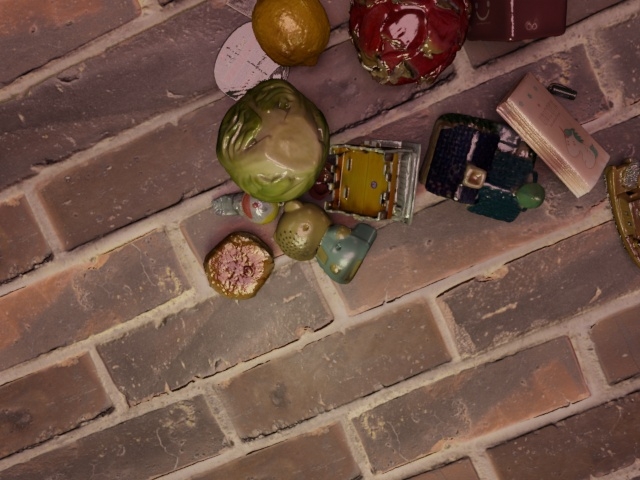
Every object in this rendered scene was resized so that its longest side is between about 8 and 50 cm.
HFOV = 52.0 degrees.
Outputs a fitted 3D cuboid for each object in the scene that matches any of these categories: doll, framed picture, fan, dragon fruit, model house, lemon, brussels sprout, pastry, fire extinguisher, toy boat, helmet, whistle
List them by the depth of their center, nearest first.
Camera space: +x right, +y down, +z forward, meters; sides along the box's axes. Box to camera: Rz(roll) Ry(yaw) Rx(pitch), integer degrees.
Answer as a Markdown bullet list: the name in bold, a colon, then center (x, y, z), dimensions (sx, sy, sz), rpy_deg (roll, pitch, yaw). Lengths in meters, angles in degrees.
- **dragon fruit**: center (0.218, -0.548, 1.624), dimensions (0.329, 0.329, 0.330), rpy_deg (1, 101, 3)
- **brussels sprout**: center (-0.111, -0.244, 1.669), dimensions (0.289, 0.354, 0.281), rpy_deg (-47, 111, -5)
- **lemon**: center (-0.076, -0.552, 1.692), dimensions (0.192, 0.192, 0.231), rpy_deg (-36, 99, 9)
- **model house**: center (0.427, -0.181, 1.697), dimensions (0.298, 0.284, 0.243), rpy_deg (15, 106, 0)
- **model house**: center (0.150, -0.154, 1.744), dimensions (0.198, 0.215, 0.224), rpy_deg (13, 104, 40)
- **fire extinguisher**: center (0.646, -0.404, 1.767), dimensions (0.083, 0.025, 0.038), rpy_deg (16, 68, 0)
- **framed picture**: center (-0.202, -0.644, 1.771), dimensions (0.089, 0.007, 0.066), rpy_deg (30, 97, -1)
- **toy boat**: center (0.854, -0.064, 1.772), dimensions (0.089, 0.121, 0.321), rpy_deg (-19, 99, 1)
- **fan**: center (-0.146, -0.485, 1.801), dimensions (0.294, 0.012, 0.223), rpy_deg (7, 99, 1)
- **doll**: center (0.000, 0.000, 1.802), dimensions (0.260, 0.161, 0.177), rpy_deg (30, 135, 4)
- **helmet**: center (0.020, -0.165, 1.829), dimensions (0.089, 0.057, 0.111), rpy_deg (40, 113, 31)
- **whistle**: center (-0.205, -0.101, 1.829), dimensions (0.223, 0.123, 0.123), rpy_deg (-2, 101, 18)
- **pastry**: center (-0.232, 0.070, 1.867), dimensions (0.182, 0.093, 0.192), rpy_deg (37, 96, -3)

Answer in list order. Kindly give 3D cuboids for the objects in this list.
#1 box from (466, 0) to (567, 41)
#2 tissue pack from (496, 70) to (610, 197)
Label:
- **box**: center (0.474, -0.580, 1.610), dimensions (0.193, 0.294, 0.168), rpy_deg (-11, 109, -9)
- **tissue pack**: center (0.613, -0.280, 1.726), dimensions (0.325, 0.170, 0.071), rpy_deg (45, 144, -5)
